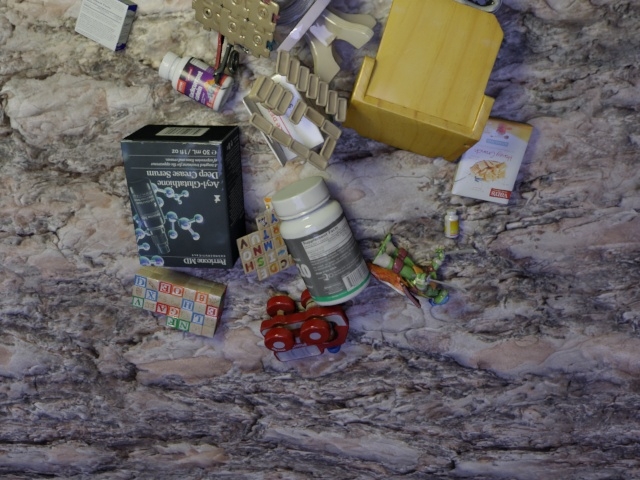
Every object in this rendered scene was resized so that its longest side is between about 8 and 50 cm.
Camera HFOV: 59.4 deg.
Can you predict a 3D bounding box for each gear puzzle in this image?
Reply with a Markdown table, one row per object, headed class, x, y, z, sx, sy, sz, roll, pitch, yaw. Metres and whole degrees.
| class | x | y | z | sx | sy | sz | roll | pitch | yaw |
| --- | --- | --- | --- | --- | --- | --- | --- | --- | --- |
| gear puzzle | -0.255 | -0.621 | 1.474 | 0.339 | 0.044 | 0.175 | 30 | 140 | 7 |

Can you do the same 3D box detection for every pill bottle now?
| class | x | y | z | sx | sy | sz | roll | pitch | yaw |
| --- | --- | --- | --- | --- | --- | --- | --- | --- | --- |
| pill bottle | 0.000 | 0.000 | 1.714 | 0.204 | 0.204 | 0.361 | -19 | 109 | 14 |
| pill bottle | -0.356 | -0.459 | 1.605 | 0.193 | 0.108 | 0.108 | 26 | 114 | -5 |
| pill bottle | 0.404 | -0.053 | 1.729 | 0.043 | 0.043 | 0.083 | -3 | 114 | 8 |

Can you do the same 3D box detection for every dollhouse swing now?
| class | x | y | z | sx | sy | sz | roll | pitch | yaw |
| --- | --- | --- | --- | --- | --- | --- | --- | --- | --- |
| dollhouse swing | 0.276 | -0.436 | 1.524 | 0.346 | 0.315 | 0.305 | 16 | 82 | -3 |

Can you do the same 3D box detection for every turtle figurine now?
| class | x | y | z | sx | sy | sz | roll | pitch | yaw |
| --- | --- | --- | --- | --- | --- | --- | --- | --- | --- |
| turtle figurine | 0.314 | 0.065 | 1.709 | 0.266 | 0.198 | 0.275 | 32 | 152 | 3 |

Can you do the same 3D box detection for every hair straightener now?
| class | x | y | z | sx | sy | sz | roll | pitch | yaw |
| --- | --- | --- | --- | --- | --- | --- | --- | --- | --- |
| hair straightener | -0.244 | -0.524 | 1.547 | 0.089 | 0.047 | 0.230 | 9 | 83 | 1 |

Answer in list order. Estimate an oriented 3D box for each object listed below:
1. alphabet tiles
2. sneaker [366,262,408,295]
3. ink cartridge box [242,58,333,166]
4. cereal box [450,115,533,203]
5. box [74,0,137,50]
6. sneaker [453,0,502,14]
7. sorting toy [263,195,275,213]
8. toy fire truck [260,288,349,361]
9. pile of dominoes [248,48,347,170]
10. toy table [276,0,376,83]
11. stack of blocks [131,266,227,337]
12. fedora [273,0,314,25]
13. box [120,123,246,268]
| class | x | y | z | sx | sy | sz | roll | pitch | yaw |
| --- | --- | --- | --- | --- | --- | --- | --- | --- | --- |
| alphabet tiles | -0.147 | 0.009 | 1.758 | 0.237 | 0.009 | 0.198 | -24 | 116 | -28 |
| sneaker | 0.222 | 0.113 | 1.825 | 0.175 | 0.064 | 0.067 | 30 | 92 | -11 |
| ink cartridge box | -0.074 | -0.345 | 1.487 | 0.119 | 0.353 | 0.207 | -26 | 109 | 17 |
| cereal box | 0.494 | -0.236 | 1.636 | 0.173 | 0.047 | 0.240 | 11 | 114 | 2 |
| box | -0.602 | -0.627 | 1.580 | 0.126 | 0.072 | 0.137 | 27 | 115 | -5 |
| sneaker | 0.330 | -0.657 | 1.427 | 0.297 | 0.129 | 0.111 | 17 | 116 | 0 |
| sorting toy | -0.132 | -0.105 | 1.778 | 0.075 | 0.045 | 0.083 | -22 | 111 | -5 |
| toy fire truck | -0.045 | 0.308 | 1.896 | 0.302 | 0.169 | 0.254 | -14 | 135 | 13 |
| pile of dominoes | -0.052 | -0.313 | 1.365 | 0.251 | 0.040 | 0.196 | 30 | 81 | -32 |
| toy table | 0.025 | -0.542 | 1.464 | 0.161 | 0.252 | 0.274 | 40 | 84 | -16 |
| stack of blocks | -0.485 | 0.206 | 1.925 | 0.297 | 0.087 | 0.171 | 16 | 115 | 0 |
| fedora | -0.141 | -0.701 | 1.465 | 0.243 | 0.124 | 0.275 | -34 | 106 | 20 |
| box | -0.397 | -0.135 | 1.697 | 0.293 | 0.212 | 0.396 | 1 | 114 | 6 |
